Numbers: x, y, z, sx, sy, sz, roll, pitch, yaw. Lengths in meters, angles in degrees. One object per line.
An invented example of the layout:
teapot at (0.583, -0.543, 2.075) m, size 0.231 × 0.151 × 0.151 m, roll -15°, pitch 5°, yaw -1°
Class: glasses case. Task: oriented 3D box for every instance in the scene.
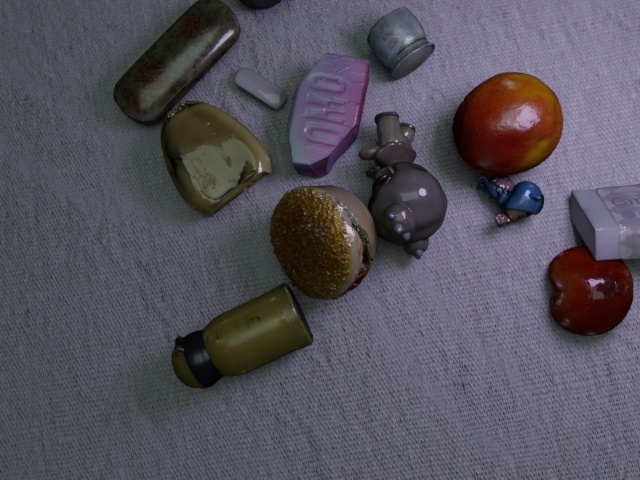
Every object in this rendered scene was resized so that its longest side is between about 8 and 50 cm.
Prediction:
glasses case at (-0.405, -0.509, 1.637) m, size 0.156 × 0.098 × 0.425 m, roll 42°, pitch 85°, yaw 4°
glasses case at (-0.171, -0.432, 1.639) m, size 0.164 × 0.041 × 0.063 m, roll 33°, pitch 85°, yaw 7°

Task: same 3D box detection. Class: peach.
peach at (0.476, -0.300, 1.484) m, size 0.280 × 0.238 × 0.281 m, roll 0°, pitch 93°, yaw 6°

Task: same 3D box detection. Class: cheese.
cheese at (-0.311, -0.241, 1.578) m, size 0.259 × 0.128 × 0.316 m, roll -39°, pitch 87°, yaw -12°

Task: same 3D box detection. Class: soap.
soap at (0.014, -0.340, 1.581) m, size 0.192 × 0.109 × 0.324 m, roll 11°, pitch 82°, yaw 5°

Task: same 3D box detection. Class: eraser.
eraser at (0.868, -0.058, 1.471) m, size 0.396 × 0.082 × 0.213 m, roll -5°, pitch 41°, yaw 3°

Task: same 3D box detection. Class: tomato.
tomato at (0.693, 0.120, 1.450) m, size 0.200 × 0.139 × 0.233 m, roll -5°, pitch 79°, yaw -4°

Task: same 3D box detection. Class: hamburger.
hamburger at (0.000, 0.000, 1.435) m, size 0.302 × 0.170 × 0.302 m, roll 17°, pitch 119°, yaw 33°

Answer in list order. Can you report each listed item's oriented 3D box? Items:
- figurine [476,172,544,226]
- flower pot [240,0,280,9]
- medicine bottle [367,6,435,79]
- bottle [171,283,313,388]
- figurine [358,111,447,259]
figurine at (0.491, -0.103, 1.523) m, size 0.178 × 0.114 × 0.145 m, roll 29°, pitch 90°, yaw 19°
flower pot at (-0.160, -0.777, 1.641) m, size 0.189 × 0.157 × 0.243 m, roll 24°, pitch 83°, yaw 8°
medicine bottle at (0.222, -0.539, 1.584) m, size 0.147 × 0.147 × 0.143 m, roll -34°, pitch 83°, yaw -3°
bottle at (-0.207, 0.255, 1.464) m, size 0.351 × 0.171 × 0.172 m, roll -25°, pitch 80°, yaw 1°
figurine at (0.214, -0.151, 1.498) m, size 0.203 × 0.248 × 0.381 m, roll -13°, pitch 65°, yaw 15°
